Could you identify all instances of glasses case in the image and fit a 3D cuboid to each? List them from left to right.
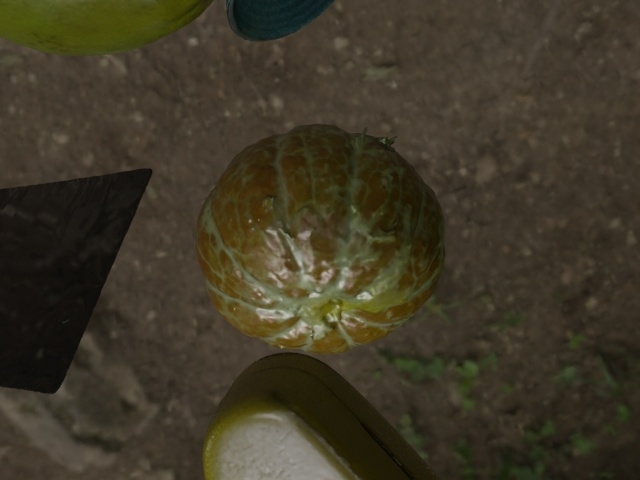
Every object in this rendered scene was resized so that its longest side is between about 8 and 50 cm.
[{"bbox_3d":[0.036,0.273,1.021,0.173,0.141,0.371,-36,101,26],"label":"glasses case"}]

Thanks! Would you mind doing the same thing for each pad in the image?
[{"bbox_3d":[-0.220,0.028,0.746,0.265,0.159,0.009,-2,150,47],"label":"pad"}]

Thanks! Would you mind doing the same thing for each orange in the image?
[{"bbox_3d":[0.000,0.000,1.367,0.329,0.249,0.329,3,140,2],"label":"orange"}]

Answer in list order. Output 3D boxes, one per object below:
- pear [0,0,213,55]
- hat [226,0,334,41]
[{"bbox_3d":[-0.173,-0.231,0.705,0.269,0.212,0.212,22,158,21],"label":"pear"},{"bbox_3d":[0.016,-0.196,0.603,0.078,0.190,0.138,21,173,8],"label":"hat"}]
